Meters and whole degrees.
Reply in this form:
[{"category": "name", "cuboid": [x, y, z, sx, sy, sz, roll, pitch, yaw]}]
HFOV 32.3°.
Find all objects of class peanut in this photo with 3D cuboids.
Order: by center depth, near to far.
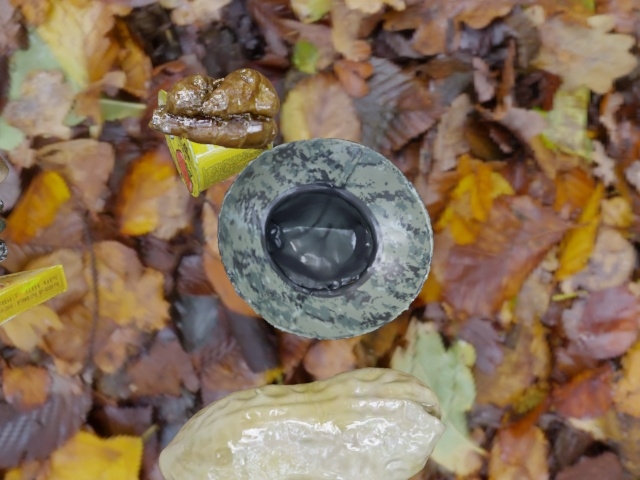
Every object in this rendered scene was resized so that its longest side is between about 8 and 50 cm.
[{"category": "peanut", "cuboid": [-0.022, 0.222, 1.207, 0.313, 0.149, 0.149, -10, 99, -2]}]

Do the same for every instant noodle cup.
[{"category": "instant noodle cup", "cuboid": [-0.167, -0.178, 1.801, 0.144, 0.182, 0.182, -20, 102, -16]}]

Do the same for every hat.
[{"category": "hat", "cuboid": [0.000, 0.000, 1.374, 0.265, 0.128, 0.265, 1, 86, -8]}]

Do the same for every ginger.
[{"category": "ginger", "cuboid": [-0.119, -0.157, 1.329, 0.162, 0.073, 0.103, 0, 135, -22]}]

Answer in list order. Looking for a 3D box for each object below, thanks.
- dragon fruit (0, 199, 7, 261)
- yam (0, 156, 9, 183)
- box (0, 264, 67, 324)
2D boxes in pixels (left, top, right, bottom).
[{"category": "dragon fruit", "cuboid": [-0.307, 0.004, 0.831, 0.130, 0.142, 0.121, -13, 59, -6]}, {"category": "yam", "cuboid": [-0.409, -0.139, 1.159, 0.057, 0.057, 0.241, -45, 137, -12]}, {"category": "box", "cuboid": [-0.405, 0.080, 1.238, 0.152, 0.269, 0.043, -13, 97, 12]}]
